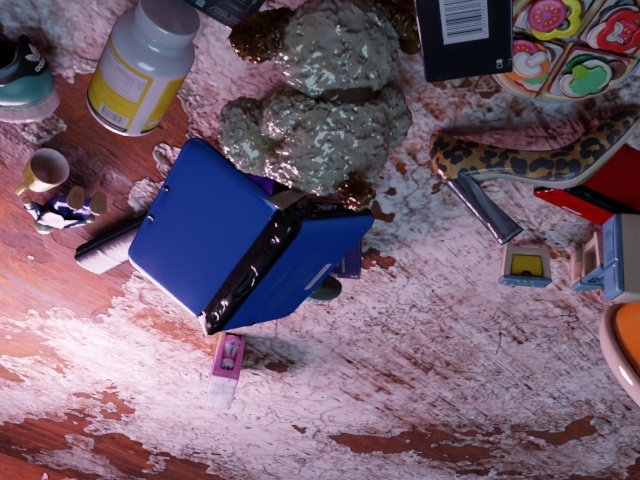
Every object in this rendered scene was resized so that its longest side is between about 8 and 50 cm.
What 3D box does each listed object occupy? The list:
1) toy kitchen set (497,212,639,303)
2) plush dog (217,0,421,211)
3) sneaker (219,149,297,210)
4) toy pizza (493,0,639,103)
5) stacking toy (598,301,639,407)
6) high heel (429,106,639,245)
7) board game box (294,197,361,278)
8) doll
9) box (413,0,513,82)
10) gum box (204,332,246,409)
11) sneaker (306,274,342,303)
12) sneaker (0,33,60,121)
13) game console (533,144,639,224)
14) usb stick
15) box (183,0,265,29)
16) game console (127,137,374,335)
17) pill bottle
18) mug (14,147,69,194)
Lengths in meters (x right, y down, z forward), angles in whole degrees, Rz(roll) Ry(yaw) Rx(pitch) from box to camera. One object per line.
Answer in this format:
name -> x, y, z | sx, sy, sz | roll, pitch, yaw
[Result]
toy kitchen set -> 0.383, 0.046, 1.035 | 0.166, 0.122, 0.207 | 5, 161, 3
plush dog -> 0.013, -0.174, 0.779 | 0.263, 0.210, 0.225 | -9, 121, -13
sneaker -> -0.109, -0.072, 1.017 | 0.146, 0.102, 0.293 | 25, 139, -24
toy pizza -> 0.301, -0.237, 0.797 | 0.202, 0.032, 0.201 | 4, 143, 3
stacking toy -> 0.712, 0.094, 1.023 | 0.351, 0.350, 0.479 | 20, 122, -17
high heel -> 0.286, -0.142, 0.907 | 0.261, 0.186, 0.093 | -40, 165, 7
board game box -> 0.000, 0.000, 1.141 | 0.141, 0.048, 0.170 | 3, 143, 6
doll -> -0.441, -0.049, 1.129 | 0.129, 0.046, 0.189 | 16, 158, -40
box -> 0.140, -0.272, 0.669 | 0.093, 0.158, 0.156 | -5, 141, 13
gum box -> -0.219, 0.300, 1.520 | 0.062, 0.107, 0.188 | 12, 143, -8
sneaker -> -0.028, 0.054, 1.128 | 0.167, 0.064, 0.076 | 22, 137, -23
sneaker -> -0.509, -0.232, 0.872 | 0.303, 0.108, 0.121 | 0, 142, -5
game console -> 0.418, -0.087, 0.994 | 0.144, 0.085, 0.124 | 21, 172, -18
usb stick -> -0.334, -0.001, 1.191 | 0.278, 0.045, 0.077 | -21, 134, 31
box -> -0.135, -0.348, 0.691 | 0.233, 0.059, 0.183 | 25, 142, -23
game console -> -0.110, -0.003, 1.006 | 0.250, 0.173, 0.293 | -7, 149, -41
pill bottle -> -0.221, -0.222, 0.835 | 0.103, 0.103, 0.184 | 24, 139, -22
mug -> -0.450, -0.107, 1.054 | 0.078, 0.062, 0.064 | -9, 170, -44
